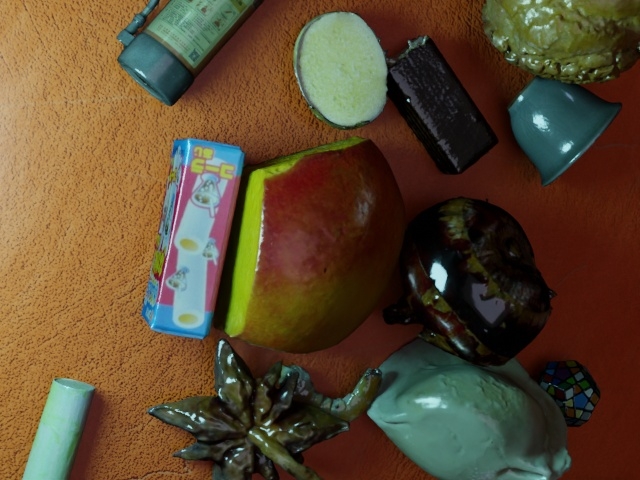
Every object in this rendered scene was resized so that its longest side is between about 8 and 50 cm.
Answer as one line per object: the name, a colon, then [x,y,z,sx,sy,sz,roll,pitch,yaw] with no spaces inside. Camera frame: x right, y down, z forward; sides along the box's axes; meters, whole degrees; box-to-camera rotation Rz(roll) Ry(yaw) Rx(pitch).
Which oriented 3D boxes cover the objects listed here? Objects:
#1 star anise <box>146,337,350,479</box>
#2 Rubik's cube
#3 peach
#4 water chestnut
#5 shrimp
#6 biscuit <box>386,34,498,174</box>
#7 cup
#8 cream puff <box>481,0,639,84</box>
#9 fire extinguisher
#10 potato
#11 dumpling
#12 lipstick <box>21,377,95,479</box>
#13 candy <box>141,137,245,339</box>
star anise: [-0.107,0.325,1.703,0.292,0.109,0.349,-23,104,10]
Rubik's cube: [0.454,0.285,1.890,0.133,0.112,0.133,-2,97,-18]
peach: [0.000,0.000,1.648,0.306,0.242,0.380,12,86,-30]
water chestnut: [0.238,0.084,1.739,0.300,0.300,0.300,-2,95,-18]
shrimp: [0.019,0.248,1.763,0.166,0.049,0.161,-34,103,5]
biscuit: [0.201,-0.238,1.786,0.106,0.070,0.252,-41,105,-11]
cup: [0.414,-0.217,1.816,0.150,0.199,0.199,42,81,2]
cream puff: [0.436,-0.416,1.753,0.327,0.231,0.343,-6,53,-2]
fire extinguisher: [-0.183,-0.410,1.626,0.200,0.113,0.376,44,82,-16]
potato: [0.034,-0.286,1.726,0.164,0.081,0.200,-17,97,-7]
dumpling: [0.275,0.307,1.782,0.320,0.212,0.270,41,86,-17]
lipstick: [-0.439,0.375,1.633,0.076,0.076,0.304,16,90,-18]
candy: [-0.208,-0.007,1.630,0.100,0.157,0.305,10,92,-18]
